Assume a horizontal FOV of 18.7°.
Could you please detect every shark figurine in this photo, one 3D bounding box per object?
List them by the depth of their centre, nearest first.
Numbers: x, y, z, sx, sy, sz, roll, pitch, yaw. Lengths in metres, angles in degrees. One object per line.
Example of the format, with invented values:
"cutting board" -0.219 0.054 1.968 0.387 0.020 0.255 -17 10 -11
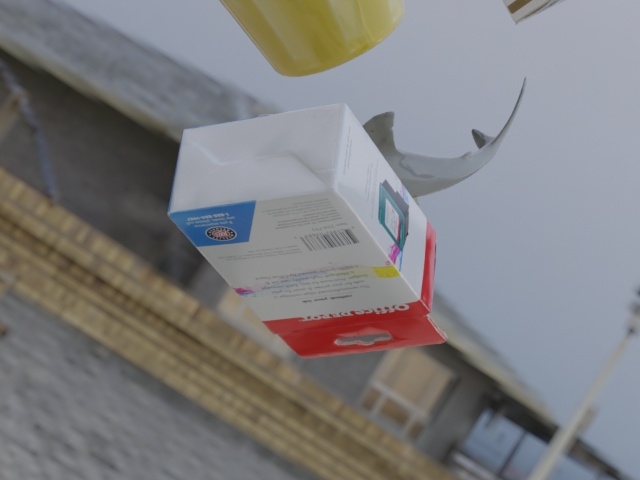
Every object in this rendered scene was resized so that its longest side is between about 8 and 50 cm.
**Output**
"shark figurine" 0.085 -0.095 1.957 0.278 0.116 0.166 -3 45 -11

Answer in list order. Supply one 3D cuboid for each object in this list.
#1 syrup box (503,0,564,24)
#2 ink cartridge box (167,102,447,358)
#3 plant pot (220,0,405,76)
"syrup box" 0.169 -0.319 1.691 0.237 0.093 0.096 62 -25 2
"ink cartridge box" 0.000 0.000 1.449 0.134 0.078 0.231 -8 -33 23
"plant pot" -0.026 -0.320 2.113 0.254 0.254 0.239 24 -35 61
